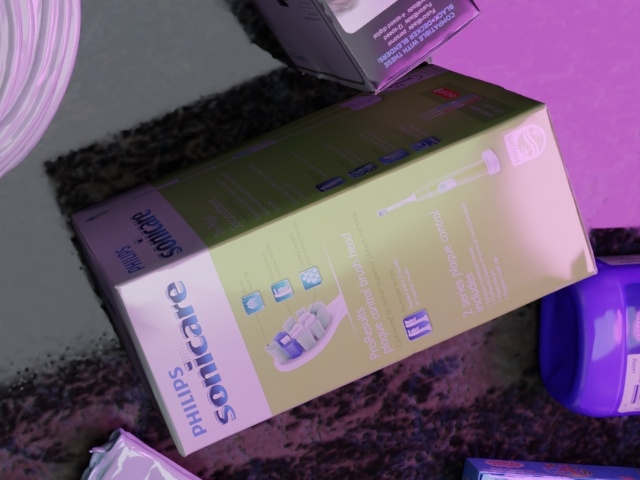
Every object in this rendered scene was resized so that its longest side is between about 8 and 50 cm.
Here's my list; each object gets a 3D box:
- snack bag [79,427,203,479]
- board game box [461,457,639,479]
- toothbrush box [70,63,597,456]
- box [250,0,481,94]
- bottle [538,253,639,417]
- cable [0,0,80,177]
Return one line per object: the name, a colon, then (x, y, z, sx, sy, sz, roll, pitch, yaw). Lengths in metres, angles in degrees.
snack bag: (-0.098, 0.347, 1.130, 0.342, 0.037, 0.323, 32, 95, -14)
board game box: (0.173, 0.278, 1.200, 0.160, 0.039, 0.211, 6, 100, -17)
toothbrush box: (0.000, 0.000, 0.999, 0.283, 0.206, 0.122, -22, 108, -11)
box: (-0.035, -0.237, 0.956, 0.087, 0.169, 0.290, -37, 108, -8)
bottle: (0.308, 0.066, 1.162, 0.283, 0.092, 0.118, -4, 104, -16)
cable: (-0.277, -0.140, 0.950, 0.257, 0.089, 0.257, -30, 108, -9)
